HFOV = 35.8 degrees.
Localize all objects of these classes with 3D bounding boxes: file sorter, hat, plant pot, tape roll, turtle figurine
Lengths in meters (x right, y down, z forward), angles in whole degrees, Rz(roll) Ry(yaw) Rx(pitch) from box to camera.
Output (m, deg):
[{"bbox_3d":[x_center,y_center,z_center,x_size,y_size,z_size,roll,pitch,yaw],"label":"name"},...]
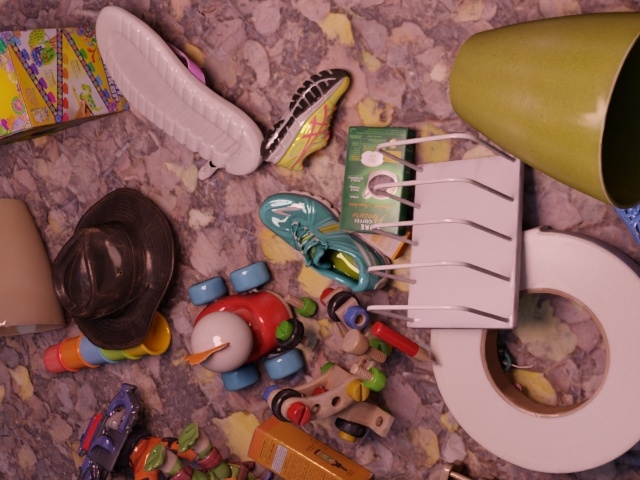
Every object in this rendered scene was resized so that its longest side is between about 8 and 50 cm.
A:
[{"bbox_3d":[0.188,-0.009,1.547,0.192,0.173,0.278,-4,78,38],"label":"file sorter"},{"bbox_3d":[-0.443,0.054,1.948,0.331,0.134,0.331,-4,84,38],"label":"hat"},{"bbox_3d":[0.347,-0.214,1.449,0.293,0.274,0.275,21,112,39],"label":"plant pot"},{"bbox_3d":[-0.674,0.057,2.086,0.256,0.256,0.274,-11,81,30],"label":"plant pot"},{"bbox_3d":[0.366,0.174,1.589,0.392,0.072,0.392,3,95,28],"label":"tape roll"},{"bbox_3d":[-0.202,0.493,1.863,0.266,0.275,0.197,47,146,-21],"label":"turtle figurine"}]

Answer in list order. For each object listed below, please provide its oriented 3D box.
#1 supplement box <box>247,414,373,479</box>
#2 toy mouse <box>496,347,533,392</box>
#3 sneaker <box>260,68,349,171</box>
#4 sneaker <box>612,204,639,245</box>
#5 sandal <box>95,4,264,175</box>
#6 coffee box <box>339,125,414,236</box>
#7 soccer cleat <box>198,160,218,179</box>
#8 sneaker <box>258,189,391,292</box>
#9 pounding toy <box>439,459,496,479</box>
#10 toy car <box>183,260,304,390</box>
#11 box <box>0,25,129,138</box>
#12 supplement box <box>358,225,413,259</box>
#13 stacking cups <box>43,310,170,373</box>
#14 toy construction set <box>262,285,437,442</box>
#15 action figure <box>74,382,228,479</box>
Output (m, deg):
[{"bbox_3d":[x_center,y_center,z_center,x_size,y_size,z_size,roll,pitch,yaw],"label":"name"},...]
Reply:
[{"bbox_3d":[-0.021,0.428,1.896,0.233,0.078,0.080,25,114,22],"label":"supplement box"},{"bbox_3d":[0.307,0.234,1.692,0.143,0.031,0.161,-33,86,31],"label":"toy mouse"},{"bbox_3d":[-0.012,-0.208,1.738,0.094,0.081,0.208,32,107,-31],"label":"sneaker"},{"bbox_3d":[0.489,-0.038,1.496,0.209,0.082,0.069,51,122,10],"label":"sneaker"},{"bbox_3d":[-0.254,-0.277,1.838,0.416,0.102,0.169,44,135,7],"label":"sandal"},{"bbox_3d":[0.096,-0.101,1.690,0.113,0.040,0.184,4,89,24],"label":"coffee box"},{"bbox_3d":[-0.207,-0.140,1.878,0.083,0.035,0.029,-32,86,31],"label":"soccer cleat"},{"bbox_3d":[0.000,0.000,1.757,0.275,0.110,0.107,32,116,19],"label":"sneaker"},{"bbox_3d":[0.196,0.506,1.751,0.154,0.154,0.270,20,111,23],"label":"pounding toy"},{"bbox_3d":[-0.183,0.183,1.829,0.210,0.238,0.219,-19,93,31],"label":"toy car"},{"bbox_3d":[-0.581,-0.285,1.905,0.290,0.279,0.177,-11,97,30],"label":"box"},{"bbox_3d":[0.111,-0.020,1.732,0.098,0.036,0.062,38,116,16],"label":"supplement box"},{"bbox_3d":[-0.454,0.225,2.085,0.316,0.096,0.096,-19,93,36],"label":"stacking cups"},{"bbox_3d":[0.080,0.230,1.727,0.309,0.237,0.257,-16,50,50],"label":"toy construction set"},{"bbox_3d":[-0.394,0.490,2.066,0.330,0.178,0.341,32,91,24],"label":"action figure"}]
